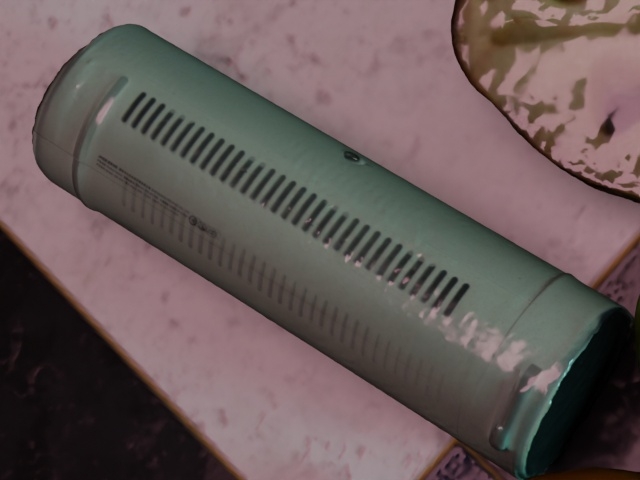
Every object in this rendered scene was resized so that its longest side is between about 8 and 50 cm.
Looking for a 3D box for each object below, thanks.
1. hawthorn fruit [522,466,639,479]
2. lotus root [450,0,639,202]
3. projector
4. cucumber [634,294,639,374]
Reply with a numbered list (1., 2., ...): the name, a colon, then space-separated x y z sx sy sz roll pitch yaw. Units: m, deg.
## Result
1. hawthorn fruit: 0.081 0.342 0.814 0.471 0.472 0.472 -4 78 20
2. lotus root: 0.197 -0.094 1.024 0.260 0.074 0.170 9 84 21
3. projector: 0.000 0.000 1.061 0.337 0.108 0.108 31 92 23
4. cucumber: 0.210 0.132 0.985 0.056 0.056 0.250 -27 71 14
